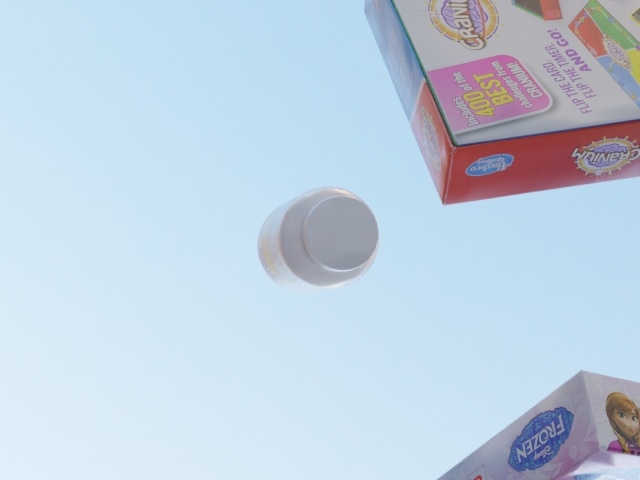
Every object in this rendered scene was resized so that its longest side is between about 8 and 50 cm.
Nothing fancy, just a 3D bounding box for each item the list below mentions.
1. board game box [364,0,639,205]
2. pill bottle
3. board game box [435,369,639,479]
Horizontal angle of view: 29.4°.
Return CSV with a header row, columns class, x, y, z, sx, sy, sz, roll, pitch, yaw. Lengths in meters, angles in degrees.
class,x,y,z,sx,sy,sz,roll,pitch,yaw
board game box,0.217,-0.155,0.984,0.064,0.316,0.242,93,-15,-48
pill bottle,0.000,0.000,0.524,0.083,0.043,0.043,164,-93,-77
board game box,0.246,0.230,1.003,0.318,0.318,0.066,-50,-143,44
